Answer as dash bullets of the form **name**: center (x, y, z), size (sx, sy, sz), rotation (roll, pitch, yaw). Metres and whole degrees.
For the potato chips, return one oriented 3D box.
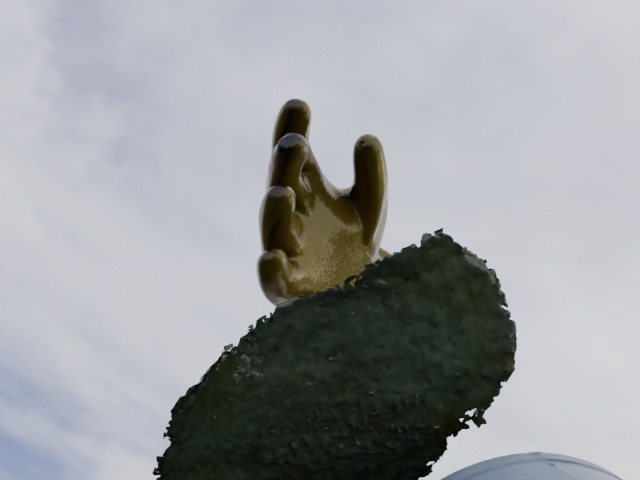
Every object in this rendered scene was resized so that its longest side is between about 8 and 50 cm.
- **potato chips**: center (-0.009, 0.090, 0.643), size (0.167, 0.059, 0.228), rotation (16, -56, -34)

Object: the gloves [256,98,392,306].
- **gloves**: center (0.000, 0.001, 1.048), size (0.116, 0.133, 0.294), rotation (-4, -24, 10)

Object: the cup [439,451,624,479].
- **cup**: center (0.152, 0.298, 0.635), size (0.257, 0.331, 0.311), rotation (35, -8, -22)
